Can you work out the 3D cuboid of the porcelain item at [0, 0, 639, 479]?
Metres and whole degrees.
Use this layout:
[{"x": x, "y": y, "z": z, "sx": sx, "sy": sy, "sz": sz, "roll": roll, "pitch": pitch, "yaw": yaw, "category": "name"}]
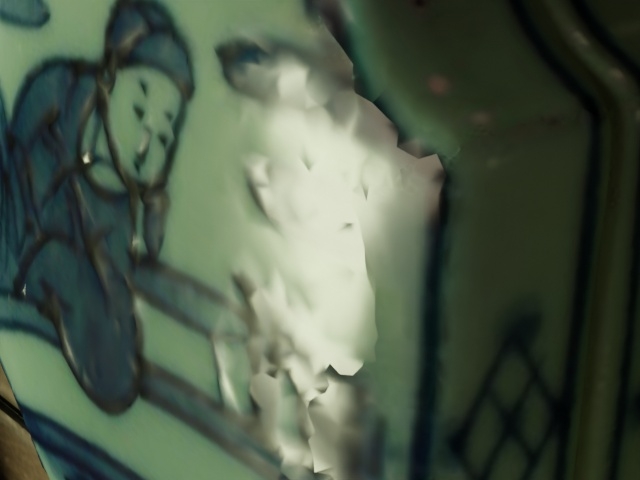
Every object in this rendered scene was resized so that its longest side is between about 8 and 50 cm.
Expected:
[{"x": 0.000, "y": 0.000, "z": 0.563, "sx": 0.281, "sy": 0.157, "sz": 0.286, "roll": 31, "pitch": 126, "yaw": 45, "category": "porcelain item"}]
